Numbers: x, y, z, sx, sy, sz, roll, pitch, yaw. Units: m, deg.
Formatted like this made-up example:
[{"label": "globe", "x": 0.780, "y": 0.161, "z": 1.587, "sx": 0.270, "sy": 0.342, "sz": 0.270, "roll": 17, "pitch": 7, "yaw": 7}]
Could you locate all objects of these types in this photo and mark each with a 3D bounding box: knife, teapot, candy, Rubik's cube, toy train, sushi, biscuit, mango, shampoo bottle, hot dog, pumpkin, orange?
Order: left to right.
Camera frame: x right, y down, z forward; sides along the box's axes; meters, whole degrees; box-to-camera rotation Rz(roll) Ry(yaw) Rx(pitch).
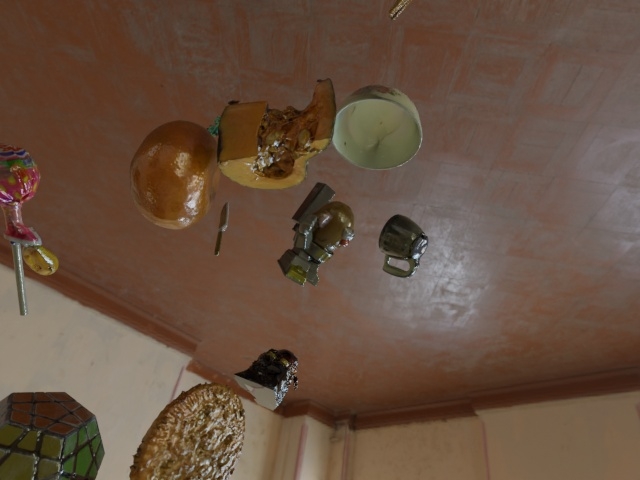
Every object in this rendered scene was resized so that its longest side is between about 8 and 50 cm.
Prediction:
[{"label": "candy", "x": -0.642, "y": -0.015, "z": 0.888, "sx": 0.124, "sy": 0.124, "sz": 0.366, "roll": 3, "pitch": 102, "yaw": 8}, {"label": "Rubik's cube", "x": -0.664, "y": 0.504, "z": 0.960, "sx": 0.318, "sy": 0.264, "sz": 0.319, "roll": -22, "pitch": 144, "yaw": -18}, {"label": "mango", "x": -0.935, "y": 0.058, "z": 1.415, "sx": 0.100, "sy": 0.066, "sz": 0.188, "roll": 17, "pitch": 147, "yaw": -3}, {"label": "orange", "x": -0.317, "y": -0.145, "z": 0.933, "sx": 0.171, "sy": 0.240, "sz": 0.240, "roll": 14, "pitch": 141, "yaw": 0}, {"label": "biscuit", "x": -0.231, "y": 0.391, "z": 0.788, "sx": 0.035, "sy": 0.254, "sz": 0.254, "roll": 7, "pitch": 146, "yaw": 35}, {"label": "toy train", "x": -0.372, "y": -0.408, "z": 1.531, "sx": 0.045, "sy": 0.092, "sz": 0.029, "roll": 27, "pitch": 155, "yaw": 3}, {"label": "knife", "x": -0.342, "y": -0.046, "z": 1.496, "sx": 0.022, "sy": 0.256, "sz": 0.046, "roll": 33, "pitch": 125, "yaw": -32}, {"label": "pumpkin", "x": -0.097, "y": -0.205, "z": 0.812, "sx": 0.189, "sy": 0.140, "sz": 0.280, "roll": 11, "pitch": 162, "yaw": -16}, {"label": "sushi", "x": -0.142, "y": 0.407, "z": 1.293, "sx": 0.152, "sy": 0.151, "sz": 0.172, "roll": 10, "pitch": 138, "yaw": 28}, {"label": "shampoo bottle", "x": -0.040, "y": -0.136, "z": 1.866, "sx": 0.079, "sy": 0.246, "sz": 0.080, "roll": 38, "pitch": 174, "yaw": -30}, {"label": "hot dog", "x": 0.201, "y": -0.594, "z": 1.065, "sx": 0.083, "sy": 0.021, "sz": 0.037, "roll": -45, "pitch": 152, "yaw": 12}, {"label": "teapot", "x": 0.208, "y": 0.016, "z": 1.075, "sx": 0.108, "sy": 0.149, "sz": 0.111, "roll": 29, "pitch": 177, "yaw": 39}]

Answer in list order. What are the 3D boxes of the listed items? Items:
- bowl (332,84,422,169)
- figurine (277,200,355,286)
[{"label": "bowl", "x": 0.174, "y": -0.358, "z": 1.290, "sx": 0.276, "sy": 0.145, "sz": 0.277, "roll": 10, "pitch": 145, "yaw": 7}, {"label": "figurine", "x": -0.001, "y": -0.001, "z": 1.375, "sx": 0.167, "sy": 0.342, "sz": 0.285, "roll": 36, "pitch": 96, "yaw": 0}]
